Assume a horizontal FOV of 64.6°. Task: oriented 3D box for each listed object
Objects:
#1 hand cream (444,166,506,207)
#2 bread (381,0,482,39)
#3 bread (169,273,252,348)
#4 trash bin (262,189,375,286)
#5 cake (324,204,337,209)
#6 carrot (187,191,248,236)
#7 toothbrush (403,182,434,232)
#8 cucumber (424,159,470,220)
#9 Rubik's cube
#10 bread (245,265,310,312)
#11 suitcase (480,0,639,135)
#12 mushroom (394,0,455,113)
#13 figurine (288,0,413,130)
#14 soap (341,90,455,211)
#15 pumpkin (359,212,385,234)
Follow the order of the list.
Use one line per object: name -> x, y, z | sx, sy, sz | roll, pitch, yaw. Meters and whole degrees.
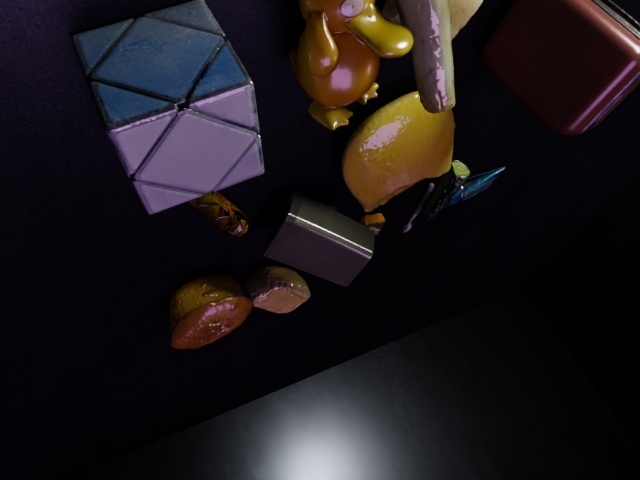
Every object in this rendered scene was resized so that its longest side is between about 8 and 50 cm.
hand cream -> 0.512, -0.177, 1.709 | 0.271, 0.061, 0.120 | -20, 154, -29
bread -> 0.205, -0.437, 0.932 | 0.178, 0.060, 0.139 | 4, 138, -48
bread -> -0.321, 0.205, 1.461 | 0.269, 0.145, 0.268 | -24, 157, -11
trash bin -> 0.000, 0.000, 1.302 | 0.241, 0.122, 0.164 | 23, 131, -12
cake -> 0.000, -0.078, 1.403 | 0.052, 0.065, 0.121 | -49, 170, 34
carrot -> -0.233, -0.070, 1.145 | 0.069, 0.069, 0.228 | -32, 153, 5
toothbrush -> 0.327, -0.105, 1.688 | 0.024, 0.018, 0.257 | -20, 152, -25
cucumber -> 0.394, -0.150, 1.593 | 0.062, 0.078, 0.211 | 10, 139, -11
Rubik's cube -> -0.220, -0.198, 0.771 | 0.205, 0.205, 0.207 | -22, 152, -15
bread -> -0.134, 0.150, 1.583 | 0.140, 0.106, 0.236 | -35, 153, 14
suitcase -> 0.512, -0.389, 1.061 | 0.161, 0.297, 0.236 | -18, 153, -39
mushroom -> 0.167, -0.375, 0.823 | 0.088, 0.107, 0.333 | -14, 125, 6
figurine -> 0.033, -0.327, 0.837 | 0.215, 0.215, 0.228 | -13, 161, -30
soap -> 0.205, -0.206, 1.281 | 0.306, 0.115, 0.427 | -28, 154, 6
pumpkin -> 0.158, -0.044, 1.592 | 0.074, 0.053, 0.083 | -14, 155, -20
